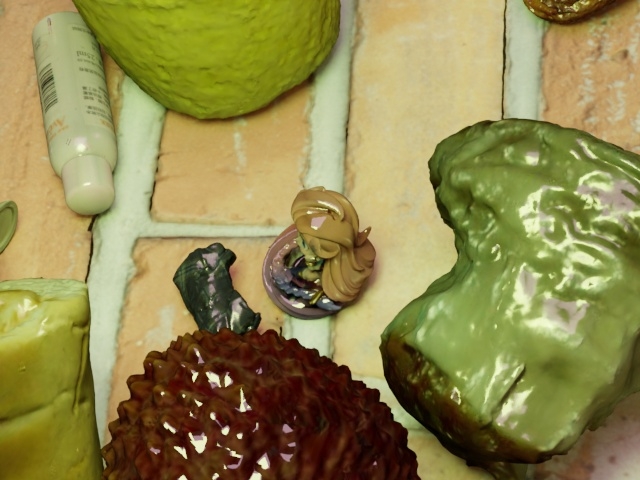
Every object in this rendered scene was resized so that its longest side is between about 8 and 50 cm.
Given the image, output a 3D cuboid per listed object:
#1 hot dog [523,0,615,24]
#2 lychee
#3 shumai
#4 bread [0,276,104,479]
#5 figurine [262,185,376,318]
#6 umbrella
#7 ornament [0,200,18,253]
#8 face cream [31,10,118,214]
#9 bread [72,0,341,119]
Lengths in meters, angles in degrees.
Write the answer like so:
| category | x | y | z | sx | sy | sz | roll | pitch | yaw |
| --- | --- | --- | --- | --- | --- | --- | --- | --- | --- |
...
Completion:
| category | x | y | z | sx | sy | sz | roll | pitch | yaw |
| --- | --- | --- | --- | --- | --- | --- | --- | --- | --- |
| hot dog | 0.336 | -0.350 | 2.295 | 0.227 | 0.099 | 0.160 | -39 | 59 | -19 |
| lychee | -0.059 | 0.234 | 1.771 | 0.306 | 0.306 | 0.330 | -15 | 36 | -7 |
| shumai | 0.230 | 0.081 | 1.879 | 0.397 | 0.324 | 0.323 | 26 | 74 | 27 |
| bread | -0.352 | 0.213 | 1.770 | 0.301 | 0.341 | 0.210 | -1 | 16 | -5 |
| figurine | 0.009 | 0.004 | 2.031 | 0.114 | 0.157 | 0.126 | 11 | 47 | -14 |
| umbrella | -0.096 | 0.110 | 2.004 | 0.071 | 0.080 | 0.224 | 10 | 50 | -32 |
| ornament | -0.419 | -0.042 | 2.137 | 0.156 | 0.081 | 0.074 | 25 | 96 | 19 |
| face cream | -0.281 | -0.145 | 2.195 | 0.082 | 0.082 | 0.269 | -11 | 52 | -4 |
| bread | -0.135 | -0.337 | 2.187 | 0.348 | 0.307 | 0.348 | -6 | 55 | 8 |
